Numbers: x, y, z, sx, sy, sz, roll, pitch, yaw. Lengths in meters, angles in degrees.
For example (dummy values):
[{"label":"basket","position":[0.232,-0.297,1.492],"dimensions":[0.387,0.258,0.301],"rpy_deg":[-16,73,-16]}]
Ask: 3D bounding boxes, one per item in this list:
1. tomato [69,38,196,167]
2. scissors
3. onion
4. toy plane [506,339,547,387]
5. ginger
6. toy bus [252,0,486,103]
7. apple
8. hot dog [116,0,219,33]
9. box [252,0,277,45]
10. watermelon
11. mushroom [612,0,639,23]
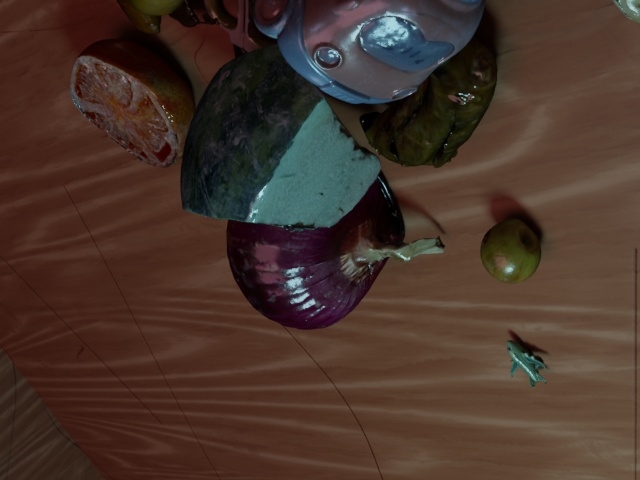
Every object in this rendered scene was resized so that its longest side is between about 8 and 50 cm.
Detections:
[{"label":"tomato","position":[-0.291,-0.230,2.081],"dimensions":[0.237,0.095,0.237],"rpy_deg":[28,147,20]},{"label":"scissors","position":[-0.108,-0.278,1.872],"dimensions":[0.160,0.024,0.317],"rpy_deg":[33,147,20]},{"label":"onion","position":[-0.026,-0.002,1.910],"dimensions":[0.256,0.230,0.272],"rpy_deg":[52,156,-10]},{"label":"toy plane","position":[0.303,0.179,1.914],"dimensions":[0.083,0.033,0.080],"rpy_deg":[57,149,-5]},{"label":"ginger","position":[0.143,-0.174,1.613],"dimensions":[0.133,0.107,0.309],"rpy_deg":[33,153,-3]},{"label":"toy bus","position":[0.076,-0.304,1.388],"dimensions":[0.232,0.294,0.197],"rpy_deg":[-13,156,43]},{"label":"apple","position":[0.255,0.014,1.730],"dimensions":[0.084,0.084,0.071],"rpy_deg":[44,141,3]},{"label":"hot dog","position":[-0.235,-0.365,1.755],"dimensions":[0.194,0.107,0.326],"rpy_deg":[52,162,23]},{"label":"box","position":[-0.067,-0.380,1.632],"dimensions":[0.134,0.097,0.345],"rpy_deg":[6,132,51]},{"label":"watermelon","position":[-0.044,-0.113,1.732],"dimensions":[0.258,0.228,0.387],"rpy_deg":[13,172,-22]},{"label":"mushroom","position":[0.335,-0.268,1.265],"dimensions":[0.154,0.122,0.154],"rpy_deg":[34,155,19]}]
